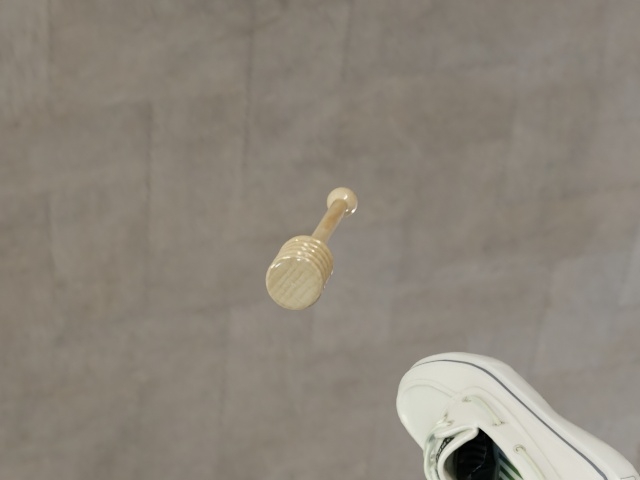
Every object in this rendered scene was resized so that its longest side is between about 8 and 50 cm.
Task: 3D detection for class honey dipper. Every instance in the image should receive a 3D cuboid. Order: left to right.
[{"bbox_3d":[0.000,0.000,1.000,0.030,0.161,0.030,3,106,9],"label":"honey dipper"}]

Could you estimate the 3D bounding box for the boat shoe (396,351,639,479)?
[{"bbox_3d":[0.101,0.126,1.127,0.076,0.226,0.083,-10,106,-30],"label":"boat shoe"}]
